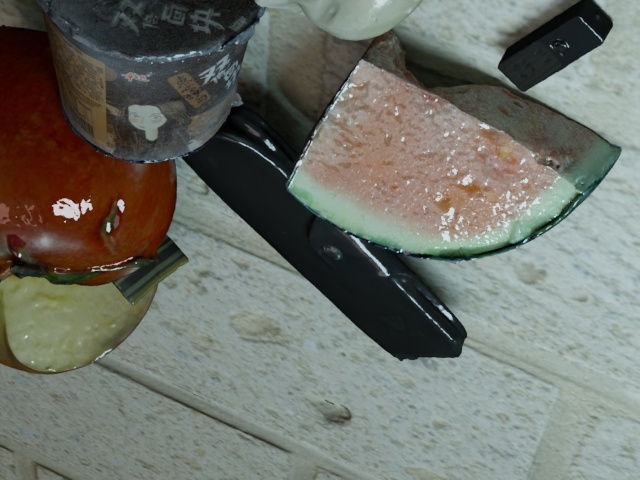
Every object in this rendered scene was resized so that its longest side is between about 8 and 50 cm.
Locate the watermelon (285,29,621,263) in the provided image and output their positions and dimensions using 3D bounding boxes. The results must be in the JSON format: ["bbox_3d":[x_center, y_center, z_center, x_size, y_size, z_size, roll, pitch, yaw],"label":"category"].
[{"bbox_3d":[0.103,-0.077,1.309,0.318,0.148,0.226,7,130,28],"label":"watermelon"}]

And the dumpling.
[{"bbox_3d":[0.044,-0.229,1.184,0.199,0.136,0.118,-15,91,22],"label":"dumpling"}]

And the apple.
[{"bbox_3d":[-0.343,0.021,1.697,0.293,0.251,0.163,34,166,-7],"label":"apple"}]

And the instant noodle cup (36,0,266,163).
[{"bbox_3d":[-0.156,-0.194,1.305,0.217,0.217,0.207,27,151,6],"label":"instant noodle cup"}]

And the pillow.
[{"bbox_3d":[-0.246,-0.028,1.607,0.203,0.113,0.038,51,131,-2],"label":"pillow"}]

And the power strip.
[{"bbox_3d":[0.199,-0.165,1.215,0.038,0.029,0.111,41,144,-13],"label":"power strip"}]

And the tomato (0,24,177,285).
[{"bbox_3d":[-0.250,-0.100,1.460,0.170,0.309,0.309,-18,123,32],"label":"tomato"}]

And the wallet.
[{"bbox_3d":[0.000,0.000,1.516,0.377,0.051,0.197,44,161,-20],"label":"wallet"}]
